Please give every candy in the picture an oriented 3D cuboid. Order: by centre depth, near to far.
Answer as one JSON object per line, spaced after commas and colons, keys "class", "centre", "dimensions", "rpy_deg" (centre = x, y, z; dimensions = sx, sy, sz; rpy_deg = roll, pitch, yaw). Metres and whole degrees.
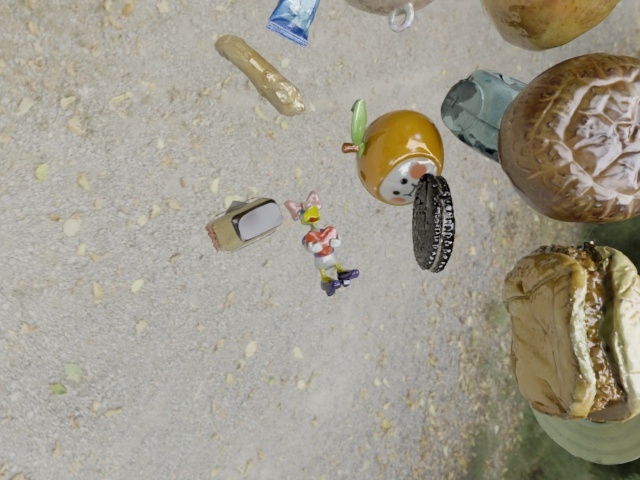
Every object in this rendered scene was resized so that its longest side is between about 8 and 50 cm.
{"class": "candy", "centre": [-0.070, -0.943, 1.771], "dimensions": [0.187, 0.077, 0.331], "rpy_deg": [21, 93, -25]}

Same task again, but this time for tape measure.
{"class": "tape measure", "centre": [0.383, -0.251, 0.917], "dimensions": [0.256, 0.275, 0.147], "rpy_deg": [-34, 152, -54]}

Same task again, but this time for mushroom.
{"class": "mushroom", "centre": [0.383, -0.139, 0.632], "dimensions": [0.253, 0.153, 0.253], "rpy_deg": [0, 89, -2]}

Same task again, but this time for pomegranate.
{"class": "pomegranate", "centre": [0.470, -0.538, 0.935], "dimensions": [0.281, 0.281, 0.281], "rpy_deg": [0, 91, -43]}

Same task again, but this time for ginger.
{"class": "ginger", "centre": [-0.091, -0.252, 0.680], "dimensions": [0.051, 0.069, 0.173], "rpy_deg": [-44, 92, 6]}

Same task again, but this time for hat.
{"class": "hat", "centre": [0.562, 0.312, 0.919], "dimensions": [0.110, 0.252, 0.251], "rpy_deg": [11, 83, -42]}

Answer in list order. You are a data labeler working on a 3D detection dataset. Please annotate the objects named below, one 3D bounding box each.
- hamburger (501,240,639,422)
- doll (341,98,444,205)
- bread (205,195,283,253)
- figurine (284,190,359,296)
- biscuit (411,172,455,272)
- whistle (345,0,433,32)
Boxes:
{"class": "hamburger", "centre": [0.412, 0.144, 0.741], "dimensions": [0.145, 0.259, 0.283], "rpy_deg": [-6, 86, -3]}
{"class": "doll", "centre": [0.146, -0.193, 1.000], "dimensions": [0.236, 0.213, 0.213], "rpy_deg": [13, 81, -16]}
{"class": "bread", "centre": [-0.236, -0.053, 1.359], "dimensions": [0.224, 0.212, 0.142], "rpy_deg": [-29, 103, -36]}
{"class": "figurine", "centre": [0.002, 0.003, 1.760], "dimensions": [0.154, 0.193, 0.420], "rpy_deg": [-21, 85, -10]}
{"class": "biscuit", "centre": [0.210, -0.033, 0.860], "dimensions": [0.053, 0.194, 0.194], "rpy_deg": [2, 89, 1]}
{"class": "whistle", "centre": [0.093, -0.435, 0.567], "dimensions": [0.189, 0.189, 0.347], "rpy_deg": [-9, 95, -42]}
